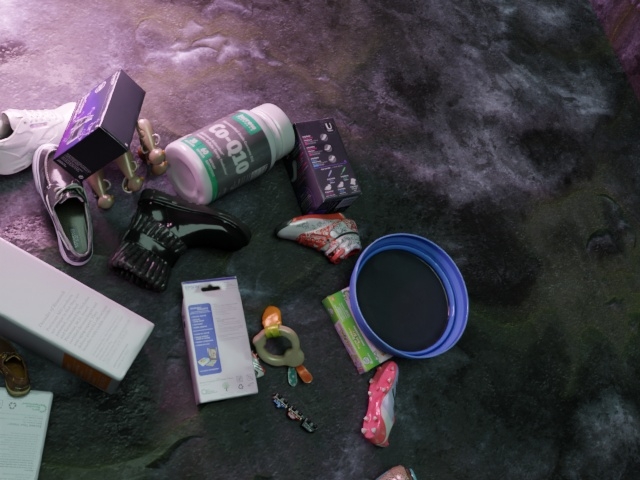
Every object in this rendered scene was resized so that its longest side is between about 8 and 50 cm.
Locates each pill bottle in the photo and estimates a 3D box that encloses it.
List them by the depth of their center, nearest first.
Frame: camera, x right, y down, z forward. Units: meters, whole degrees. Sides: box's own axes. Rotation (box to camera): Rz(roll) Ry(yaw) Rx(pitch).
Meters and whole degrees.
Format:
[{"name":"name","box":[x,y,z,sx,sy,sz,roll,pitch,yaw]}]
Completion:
[{"name":"pill bottle","box":[-0.261,-0.260,1.984,0.361,0.204,0.204,-35,85,-34]}]

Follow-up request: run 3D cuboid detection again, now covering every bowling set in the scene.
[{"name":"bowling set","box":[-0.499,-0.211,1.891,0.200,0.287,0.154,-17,81,-62]}]

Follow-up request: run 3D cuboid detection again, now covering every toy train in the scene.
[{"name":"toy train","box":[-0.075,0.479,1.867,0.158,0.027,0.036,41,70,-3]}]

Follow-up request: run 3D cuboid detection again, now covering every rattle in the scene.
[{"name":"rattle","box":[-0.101,0.304,1.926,0.130,0.143,0.199,-47,110,-1]}]

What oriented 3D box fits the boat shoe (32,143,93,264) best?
[{"name":"boat shoe","box":[-0.659,-0.104,1.774,0.121,0.119,0.335,-19,89,-34]}]

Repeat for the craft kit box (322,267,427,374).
[{"name":"craft kit box","box":[0.166,0.241,2.051,0.246,0.061,0.250,-22,78,-31]}]

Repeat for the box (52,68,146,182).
[{"name":"box","box":[-0.579,-0.306,1.781,0.103,0.184,0.261,46,29,-37]}]

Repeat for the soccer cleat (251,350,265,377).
[{"name":"soccer cleat","box":[-0.185,0.343,1.875,0.035,0.029,0.083,-30,88,-34]}]

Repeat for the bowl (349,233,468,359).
[{"name":"bowl","box":[0.265,0.172,2.047,0.390,0.077,0.391,9,65,-20]}]

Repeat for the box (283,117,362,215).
[{"name":"box","box":[-0.004,-0.222,2.104,0.143,0.165,0.271,-14,76,-27]}]

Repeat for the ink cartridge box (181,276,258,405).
[{"name":"ink cartridge box","box":[-0.282,0.270,1.843,0.165,0.065,0.333,-4,72,-24]}]

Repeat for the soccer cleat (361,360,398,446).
[{"name":"soccer cleat","box":[0.185,0.473,1.960,0.095,0.083,0.248,45,49,-35]}]

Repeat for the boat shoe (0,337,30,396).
[{"name":"boat shoe","box":[-0.737,0.291,1.610,0.064,0.060,0.178,-8,42,-43]}]

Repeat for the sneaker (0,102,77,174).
[{"name":"sneaker","box":[-0.764,-0.303,1.817,0.114,0.152,0.305,28,54,27]}]

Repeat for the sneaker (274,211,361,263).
[{"name":"sneaker","box":[0.001,-0.001,2.059,0.270,0.090,0.145,-8,70,-28]}]

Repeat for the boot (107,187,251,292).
[{"name":"boot","box":[-0.383,0.029,1.860,0.347,0.131,0.260,18,60,-9]}]

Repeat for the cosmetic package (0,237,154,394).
[{"name":"cosmetic package","box":[-0.650,0.182,1.628,0.453,0.230,0.162,31,61,-7]}]

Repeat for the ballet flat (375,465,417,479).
[{"name":"ballet flat","box":[0.268,0.856,1.802,0.182,0.164,0.483,-26,74,-7]}]

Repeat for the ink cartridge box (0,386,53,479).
[{"name":"ink cartridge box","box":[-0.805,0.494,1.525,0.324,0.071,0.330,12,66,-21]}]
